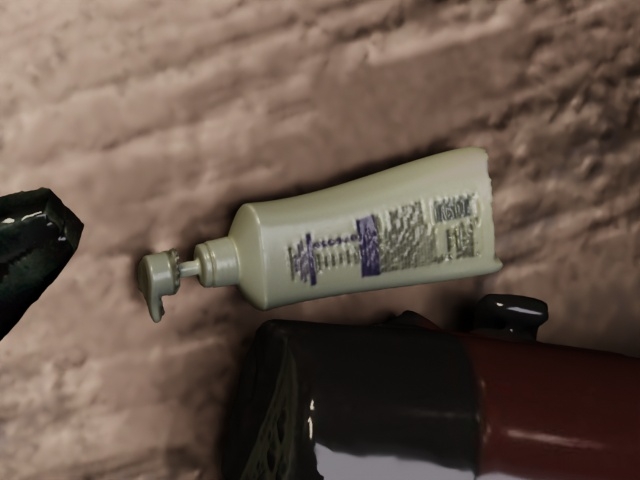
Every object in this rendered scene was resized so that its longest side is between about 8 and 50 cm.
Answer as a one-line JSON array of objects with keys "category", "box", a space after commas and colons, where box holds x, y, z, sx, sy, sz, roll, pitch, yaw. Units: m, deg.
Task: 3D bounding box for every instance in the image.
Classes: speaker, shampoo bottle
[{"category": "speaker", "box": [0.139, 0.140, 0.680, 0.330, 0.198, 0.259, 2, 67, -17]}, {"category": "shampoo bottle", "box": [0.000, 0.000, 0.701, 0.141, 0.034, 0.049, -11, 108, -18]}]

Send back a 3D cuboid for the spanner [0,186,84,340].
[{"category": "spanner", "box": [-0.206, 0.074, 0.559, 0.325, 0.040, 0.095, -31, 118, 14]}]
